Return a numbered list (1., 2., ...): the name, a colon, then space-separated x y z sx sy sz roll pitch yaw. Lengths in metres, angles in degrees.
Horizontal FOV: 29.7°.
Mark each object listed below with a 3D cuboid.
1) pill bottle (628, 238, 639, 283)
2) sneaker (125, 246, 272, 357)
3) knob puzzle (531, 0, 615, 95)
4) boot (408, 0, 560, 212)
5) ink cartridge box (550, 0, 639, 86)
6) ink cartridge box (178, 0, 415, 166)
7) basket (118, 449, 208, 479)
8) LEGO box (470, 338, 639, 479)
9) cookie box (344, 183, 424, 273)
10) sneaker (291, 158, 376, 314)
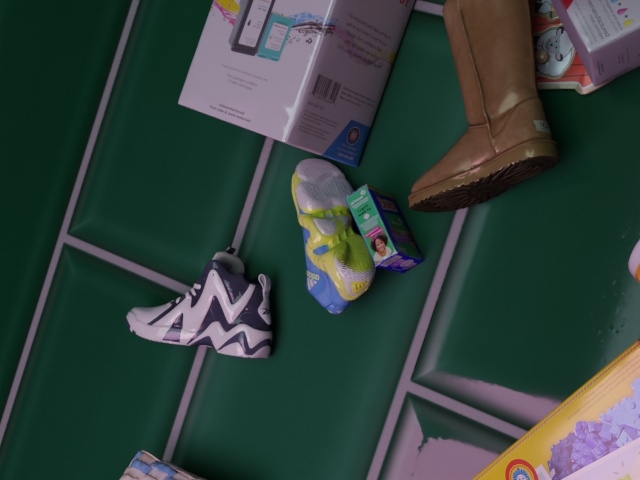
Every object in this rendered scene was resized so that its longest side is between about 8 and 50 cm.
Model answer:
1. pill bottle: 0.488 0.075 1.344 0.152 0.152 0.272 -48 63 17
2. sneaker: -0.171 0.081 1.766 0.234 0.094 0.153 8 87 31
3. knob puzzle: 0.340 -0.283 1.546 0.213 0.030 0.213 -4 82 30
4. boot: 0.199 -0.192 1.592 0.236 0.089 0.270 -23 66 35
5. ink cartridge box: 0.379 -0.293 1.447 0.176 0.127 0.128 -26 71 9
6. ink cartridge box: -0.027 -0.270 1.663 0.197 0.198 0.270 22 94 31
7. basket: -0.229 0.463 1.672 0.254 0.201 0.289 21 63 31
8. LEGO box: 0.363 0.341 1.272 0.373 0.193 0.500 57 131 22
9. cookie box: 0.086 -0.015 1.627 0.040 0.092 0.107 -32 69 20
10. sneaker: 0.000 0.000 1.677 0.240 0.091 0.126 -106 30 -41
